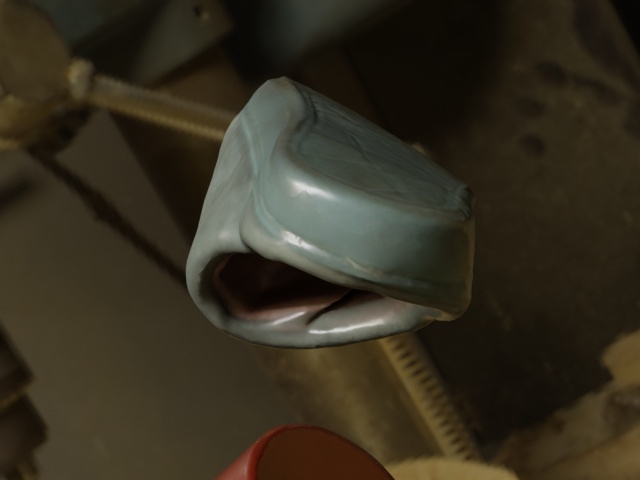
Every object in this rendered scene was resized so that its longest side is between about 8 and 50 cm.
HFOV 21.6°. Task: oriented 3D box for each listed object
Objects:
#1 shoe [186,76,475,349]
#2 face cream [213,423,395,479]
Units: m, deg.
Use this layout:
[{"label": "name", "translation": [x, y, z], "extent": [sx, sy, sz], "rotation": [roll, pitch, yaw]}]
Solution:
[{"label": "shoe", "translation": [0.000, 0.000, 0.668], "extent": [0.100, 0.103, 0.251], "rotation": [-62, 6, 6]}, {"label": "face cream", "translation": [-0.056, 0.175, 0.718], "extent": [0.214, 0.096, 0.096], "rotation": [-45, 0, 30]}]
